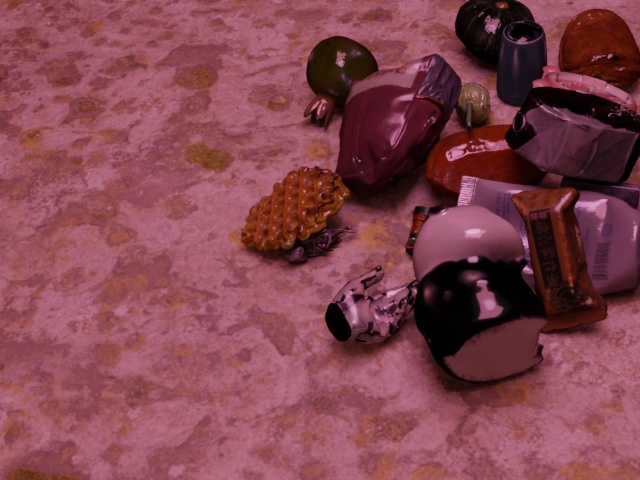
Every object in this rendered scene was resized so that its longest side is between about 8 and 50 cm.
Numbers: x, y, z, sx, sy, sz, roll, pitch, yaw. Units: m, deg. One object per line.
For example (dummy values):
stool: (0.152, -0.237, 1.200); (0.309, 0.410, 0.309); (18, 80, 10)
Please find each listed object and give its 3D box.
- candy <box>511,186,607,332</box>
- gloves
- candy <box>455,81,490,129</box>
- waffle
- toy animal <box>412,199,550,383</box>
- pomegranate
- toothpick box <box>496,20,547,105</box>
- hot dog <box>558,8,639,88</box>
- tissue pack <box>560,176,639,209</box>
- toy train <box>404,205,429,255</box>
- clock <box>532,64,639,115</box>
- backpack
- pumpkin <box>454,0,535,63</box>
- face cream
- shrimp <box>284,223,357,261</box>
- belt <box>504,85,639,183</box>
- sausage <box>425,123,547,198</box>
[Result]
candy: (0.445, 0.035, 1.706); (0.143, 0.271, 0.101); (-9, 3, 33)
gloves: (0.110, 0.128, 1.780); (0.212, 0.111, 0.127); (-11, 33, -41)
candy: (0.335, -0.285, 2.043); (0.092, 0.093, 0.335); (20, 22, 4)
waffle: (-0.062, -0.067, 1.983); (0.243, 0.059, 0.238); (14, 60, 49)
toy animal: (0.277, 0.080, 1.685); (0.250, 0.251, 0.310); (-14, 49, -3)
pomegranate: (0.038, -0.383, 2.234); (0.187, 0.187, 0.225); (24, 84, 29)
toothpick box: (0.477, -0.421, 2.165); (0.120, 0.184, 0.120); (-5, 48, 5)
hot dog: (0.673, -0.455, 2.208); (0.196, 0.122, 0.272); (-4, 37, 7)
tissue pack: (0.563, -0.067, 1.864); (0.156, 0.112, 0.051); (8, 21, 17)
toy train: (0.204, -0.017, 1.917); (0.044, 0.064, 0.103); (9, 49, 17)
clock: (0.585, -0.281, 2.041); (0.241, 0.142, 0.227); (18, 26, 14)
backpack: (0.159, -0.238, 2.031); (0.283, 0.197, 0.317); (-16, 45, 48)
pumpkin: (0.438, -0.526, 2.296); (0.211, 0.152, 0.212); (4, 33, -3)
face cream: (0.466, -0.001, 1.808); (0.420, 0.137, 0.235); (7, 77, 19)
shrimp: (0.000, 0.000, 1.946); (0.165, 0.057, 0.065); (-22, 31, 3)
belt: (0.513, -0.201, 1.838); (0.289, 0.164, 0.184); (7, 35, -23)
sausage: (0.357, -0.168, 1.970); (0.268, 0.153, 0.141); (-8, 20, 3)
